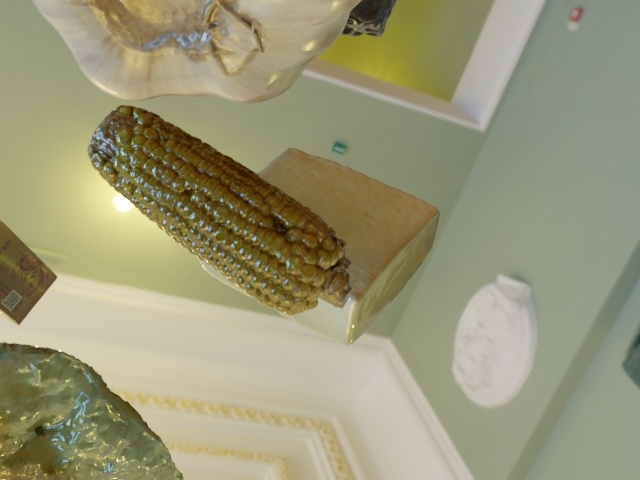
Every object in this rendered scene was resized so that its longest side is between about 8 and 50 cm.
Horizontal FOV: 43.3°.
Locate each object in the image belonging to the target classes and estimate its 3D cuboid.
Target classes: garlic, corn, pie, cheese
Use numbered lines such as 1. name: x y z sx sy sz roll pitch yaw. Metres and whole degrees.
1. garlic: -0.057 -0.196 0.452 0.199 0.199 0.226 20 -132 -6
2. corn: -0.102 -0.029 0.861 0.322 0.119 0.119 37 -159 3
3. pie: -0.221 0.182 0.596 0.257 0.274 0.105 -2 -143 11
4. cheese: 0.000 0.000 1.162 0.265 0.124 0.242 26 -127 24

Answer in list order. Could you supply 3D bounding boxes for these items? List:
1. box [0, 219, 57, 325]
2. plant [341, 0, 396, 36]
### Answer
1. box: -0.412 0.040 1.050 0.022 0.089 0.156 25 159 26
2. plant: 0.005 -0.405 0.937 0.213 0.312 0.215 9 -177 -28
